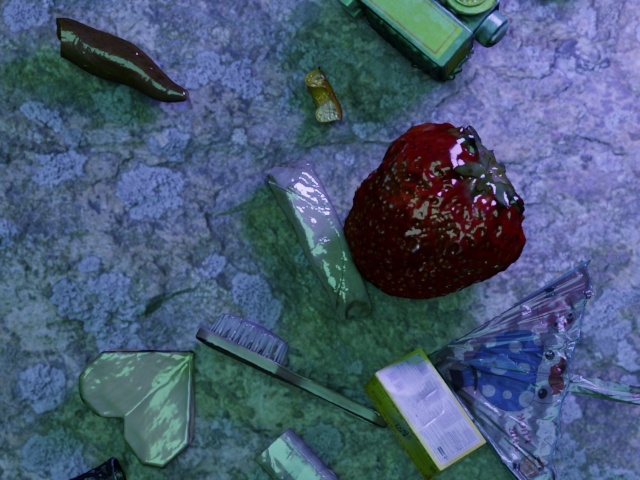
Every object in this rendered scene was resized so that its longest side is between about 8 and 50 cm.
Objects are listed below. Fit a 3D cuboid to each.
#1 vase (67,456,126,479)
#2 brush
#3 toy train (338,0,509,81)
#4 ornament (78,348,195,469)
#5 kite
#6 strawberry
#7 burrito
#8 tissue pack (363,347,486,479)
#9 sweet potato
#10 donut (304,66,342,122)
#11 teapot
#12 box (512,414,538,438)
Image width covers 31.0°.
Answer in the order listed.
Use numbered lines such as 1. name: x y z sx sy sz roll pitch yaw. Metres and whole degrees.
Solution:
1. vase: -0.389 0.390 1.792 0.167 0.059 0.059 -19 83 2
2. brush: -0.036 0.198 1.789 0.327 0.070 0.065 26 76 5
3. toy train: 0.160 -0.381 1.790 0.272 0.159 0.188 42 94 6
4. ornament: -0.262 0.238 1.804 0.180 0.059 0.201 -42 86 -2
5. kite: 0.335 0.204 1.736 0.368 0.014 0.406 8 67 21
6. strawberry: 0.161 -0.034 1.724 0.277 0.257 0.257 -33 83 17
7. burrito: 0.000 0.000 1.807 0.082 0.059 0.275 -22 83 -13
8. tissue pack: 0.155 0.263 1.737 0.095 0.062 0.176 -26 72 -30
9. sweet potato: -0.321 -0.282 1.855 0.244 0.077 0.077 28 86 -2
10. donut: 0.002 -0.228 1.830 0.038 0.067 0.083 -23 117 18
11. teapot: -0.005 0.381 1.743 0.077 0.107 0.200 -44 83 -4
12. box: 0.311 0.312 1.751 0.045 0.062 0.098 -2 81 -1
